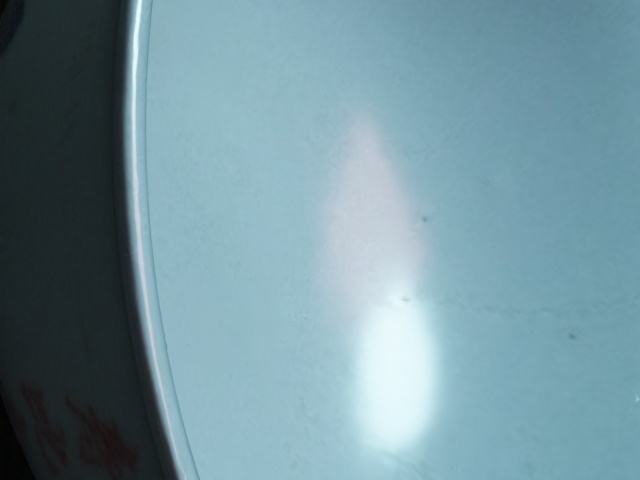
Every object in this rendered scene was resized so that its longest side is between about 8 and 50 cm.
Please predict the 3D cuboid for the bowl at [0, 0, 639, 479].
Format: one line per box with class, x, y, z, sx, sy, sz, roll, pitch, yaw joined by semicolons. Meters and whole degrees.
bowl;0.000;0.000;0.538;0.345;0.157;0.345;16;70;-53
